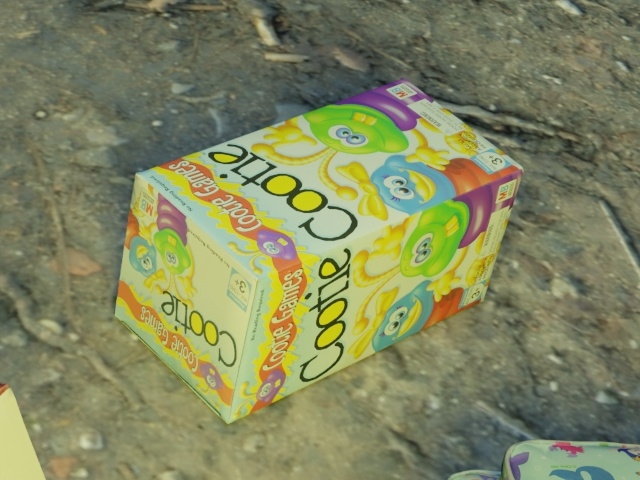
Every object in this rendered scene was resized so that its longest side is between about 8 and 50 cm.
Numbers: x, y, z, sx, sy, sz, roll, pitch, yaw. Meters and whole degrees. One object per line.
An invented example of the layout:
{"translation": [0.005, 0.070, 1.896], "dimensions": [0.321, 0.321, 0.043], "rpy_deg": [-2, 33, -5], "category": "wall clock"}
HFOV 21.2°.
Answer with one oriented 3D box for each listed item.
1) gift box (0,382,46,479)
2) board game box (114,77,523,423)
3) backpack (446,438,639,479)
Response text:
{"translation": [-0.263, 0.231, 0.849], "dimensions": [0.276, 0.258, 0.255], "rpy_deg": [-3, 24, 34], "category": "gift box"}
{"translation": [0.000, 0.000, 1.314], "dimensions": [0.275, 0.142, 0.144], "rpy_deg": [-23, 50, -37], "category": "board game box"}
{"translation": [0.189, 0.249, 1.036], "dimensions": [0.225, 0.191, 0.253], "rpy_deg": [4, 44, -12], "category": "backpack"}
